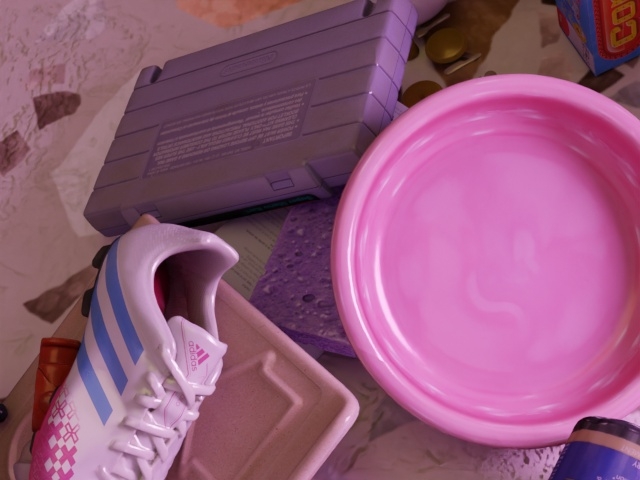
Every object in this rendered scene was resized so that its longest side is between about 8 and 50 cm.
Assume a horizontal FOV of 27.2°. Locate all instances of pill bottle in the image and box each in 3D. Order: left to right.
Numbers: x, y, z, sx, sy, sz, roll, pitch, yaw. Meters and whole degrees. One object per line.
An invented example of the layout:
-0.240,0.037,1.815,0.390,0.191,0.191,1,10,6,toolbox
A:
0.219,0.264,1.070,0.123,0.123,0.219,20,68,27,pill bottle

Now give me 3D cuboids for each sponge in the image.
0.017,0.004,1.278,0.117,0.031,0.210,12,63,24,sponge

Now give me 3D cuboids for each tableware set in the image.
0.132,-0.172,1.437,0.104,0.024,0.154,-30,56,1,tableware set

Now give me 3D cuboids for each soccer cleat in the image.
-0.155,0.137,1.121,0.143,0.116,0.331,-5,67,37,soccer cleat

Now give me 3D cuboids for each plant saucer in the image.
0.173,0.019,1.193,0.332,0.084,0.332,0,86,-3,plant saucer

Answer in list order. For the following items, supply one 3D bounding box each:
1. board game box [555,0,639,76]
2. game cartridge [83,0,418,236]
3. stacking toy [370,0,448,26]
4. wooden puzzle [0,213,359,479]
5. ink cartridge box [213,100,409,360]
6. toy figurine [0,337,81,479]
0.373,-0.343,1.295,0.302,0.308,0.086,-26,56,0,board game box
-0.075,-0.123,1.378,0.355,0.068,0.230,-11,52,34,game cartridge
0.196,-0.431,1.434,0.350,0.350,0.480,39,97,33,stacking toy
-0.153,0.189,1.226,0.348,0.080,0.322,39,94,37,wooden puzzle
0.000,0.000,1.343,0.332,0.065,0.165,-43,57,-13,ink cartridge box
-0.334,0.154,1.176,0.213,0.209,0.148,-5,75,32,toy figurine
